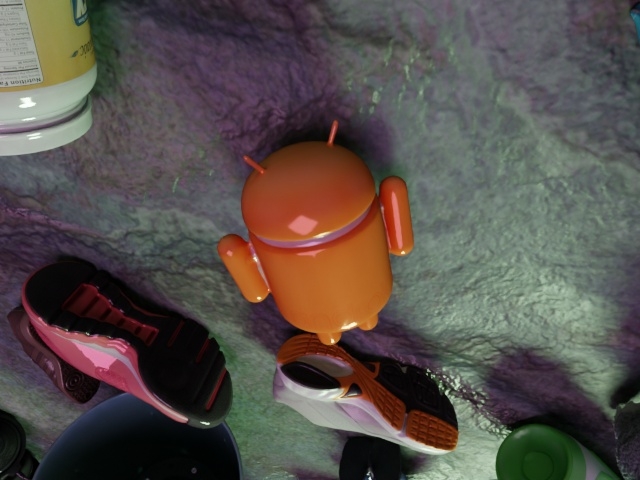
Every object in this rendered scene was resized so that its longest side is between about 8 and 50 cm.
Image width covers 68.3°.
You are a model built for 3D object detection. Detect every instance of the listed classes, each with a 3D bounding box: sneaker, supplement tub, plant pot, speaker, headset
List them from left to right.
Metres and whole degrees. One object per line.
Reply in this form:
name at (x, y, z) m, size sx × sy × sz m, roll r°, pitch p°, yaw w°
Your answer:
supplement tub at (-0.257, -0.182, 0.359) m, size 0.145 × 0.144 × 0.199 m, roll 12°, pitch 129°, yaw 3°
headset at (-0.654, 0.464, 0.915) m, size 0.395 × 0.185 × 0.243 m, roll 20°, pitch 130°, yaw 11°
sneaker at (-0.406, 0.171, 0.726) m, size 0.071 × 0.066 × 0.188 m, roll 6°, pitch 125°, yaw 29°
sneaker at (-0.262, 0.154, 0.659) m, size 0.314 × 0.115 × 0.136 m, roll 38°, pitch 136°, yaw -9°
plant pot at (-0.256, 0.410, 0.739) m, size 0.293 × 0.292 × 0.235 m, roll 10°, pitch 145°, yaw 5°
sneaker at (0.056, 0.221, 0.646) m, size 0.263 × 0.099 × 0.121 m, roll 25°, pitch 136°, yaw 2°
speaker at (0.379, 0.384, 0.672) m, size 0.131 × 0.131 × 0.296 m, roll -34°, pitch 114°, yaw 31°

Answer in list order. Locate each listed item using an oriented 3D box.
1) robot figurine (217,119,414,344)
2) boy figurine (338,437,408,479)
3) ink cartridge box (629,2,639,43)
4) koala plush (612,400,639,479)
robot figurine at (0.002, -0.001, 0.456) m, size 0.158 × 0.128 × 0.219 m, roll 2°, pitch 129°, yaw 24°
boy figurine at (0.131, 0.449, 0.797) m, size 0.178 × 0.092 × 0.285 m, roll -13°, pitch 124°, yaw 20°
ink cartridge box at (0.324, -0.074, 0.261) m, size 0.171 × 0.232 × 0.168 m, roll -21°, pitch 120°, yaw 26°
koala plush at (0.417, 0.218, 0.509) m, size 0.203 × 0.196 × 0.221 m, roll 34°, pitch 128°, yaw 0°
